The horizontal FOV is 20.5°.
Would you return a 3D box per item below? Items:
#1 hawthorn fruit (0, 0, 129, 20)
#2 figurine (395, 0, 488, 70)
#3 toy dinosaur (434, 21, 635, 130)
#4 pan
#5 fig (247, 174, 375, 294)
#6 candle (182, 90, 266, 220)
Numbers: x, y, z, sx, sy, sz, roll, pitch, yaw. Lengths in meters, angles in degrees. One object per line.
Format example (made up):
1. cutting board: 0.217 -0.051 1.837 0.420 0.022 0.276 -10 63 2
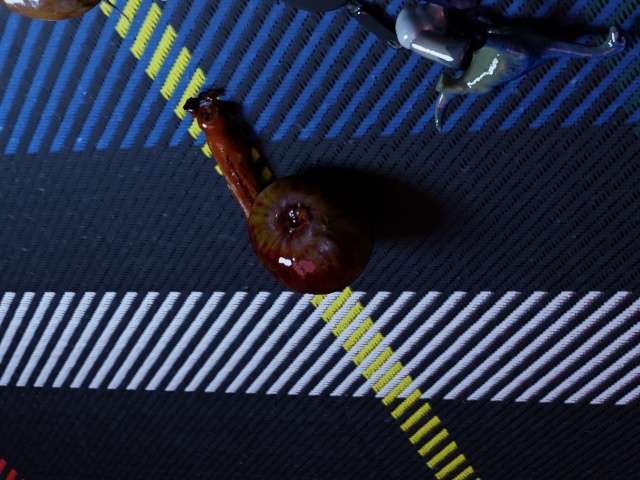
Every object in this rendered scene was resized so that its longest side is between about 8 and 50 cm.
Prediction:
1. hawthorn fruit: -0.319 -0.331 2.119 0.149 0.149 0.189 7 -178 19
2. figurine: 0.122 -0.308 1.907 0.145 0.145 0.222 9 125 15
3. toy dinosaur: 0.237 -0.196 2.079 0.188 0.075 0.247 19 142 -5
4. pan: 0.018 -0.289 2.085 0.235 0.028 0.136 37 144 -28
5. fig: 0.003 0.002 2.440 0.175 0.175 0.207 1 159 26
6. candle: -0.107 -0.090 2.445 0.051 0.048 0.329 17 152 30
